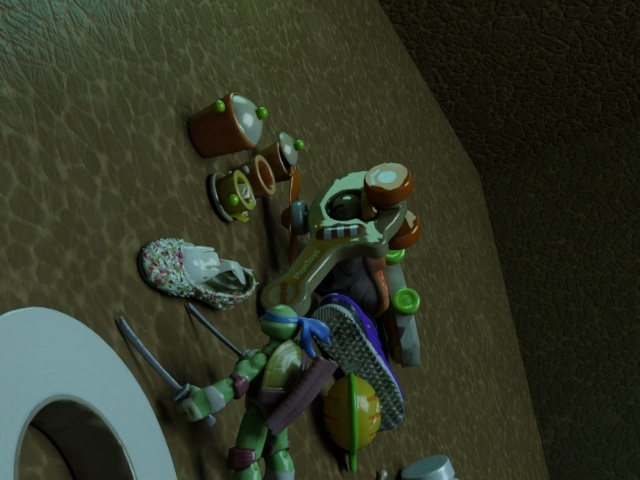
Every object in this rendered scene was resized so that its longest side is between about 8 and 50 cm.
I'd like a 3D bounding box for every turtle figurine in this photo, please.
[{"bbox_3d":[-0.119,0.214,1.421,0.198,0.275,0.266,-155,-115,-84],"label":"turtle figurine"}]

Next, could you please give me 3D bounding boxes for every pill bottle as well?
[{"bbox_3d":[0.244,0.545,2.124,0.121,0.121,0.221,-39,109,-72],"label":"pill bottle"}]

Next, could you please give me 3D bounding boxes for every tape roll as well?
[{"bbox_3d":[-0.253,0.256,1.021,0.392,0.072,0.392,-19,90,-73],"label":"tape roll"}]

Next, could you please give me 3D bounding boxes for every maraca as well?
[{"bbox_3d":[0.054,0.312,1.851,0.127,0.099,0.185,-88,178,-57],"label":"maraca"}]

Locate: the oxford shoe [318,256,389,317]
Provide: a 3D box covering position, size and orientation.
[{"bbox_3d":[0.055,0.060,2.099,0.363,0.133,0.130,77,-4,-60],"label":"oxford shoe"}]

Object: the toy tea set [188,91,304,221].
[{"bbox_3d":[-0.101,-0.161,1.826,0.200,0.124,0.336,68,18,-8],"label":"toy tea set"}]

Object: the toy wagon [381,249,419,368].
[{"bbox_3d":[0.154,0.096,2.310,0.267,0.068,0.344,81,-5,-62],"label":"toy wagon"}]

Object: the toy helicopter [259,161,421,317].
[{"bbox_3d":[0.000,0.000,1.835,0.355,0.235,0.140,-51,144,-32],"label":"toy helicopter"}]

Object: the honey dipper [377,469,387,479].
[{"bbox_3d":[0.105,0.461,1.955,0.160,0.030,0.030,-63,131,-72],"label":"honey dipper"}]

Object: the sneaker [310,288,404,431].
[{"bbox_3d":[0.083,0.214,2.022,0.146,0.102,0.293,-71,139,-64],"label":"sneaker"}]

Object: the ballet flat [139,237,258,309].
[{"bbox_3d":[-0.163,0.040,1.508,0.241,0.077,0.091,26,48,-65],"label":"ballet flat"}]
